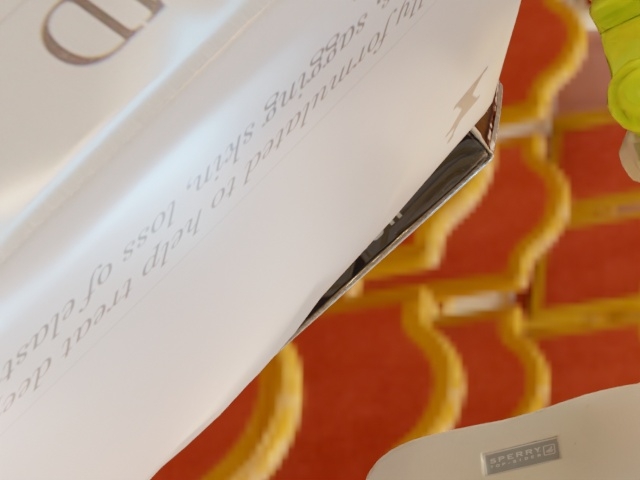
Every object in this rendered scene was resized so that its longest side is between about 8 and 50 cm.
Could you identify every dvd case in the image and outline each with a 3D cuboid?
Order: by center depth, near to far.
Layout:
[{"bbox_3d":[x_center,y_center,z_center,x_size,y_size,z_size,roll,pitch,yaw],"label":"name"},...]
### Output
[{"bbox_3d":[0.000,0.000,0.779,0.029,0.179,0.238,47,12,-3],"label":"dvd case"}]

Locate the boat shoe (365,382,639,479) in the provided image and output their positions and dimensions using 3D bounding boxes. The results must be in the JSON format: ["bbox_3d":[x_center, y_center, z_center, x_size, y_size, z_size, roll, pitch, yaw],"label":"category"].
[{"bbox_3d":[0.112,0.111,0.813,0.066,0.184,0.063,-95,166,-48],"label":"boat shoe"}]

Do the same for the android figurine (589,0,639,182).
[{"bbox_3d":[0.150,-0.001,0.602,0.273,0.056,0.248,8,57,-67],"label":"android figurine"}]

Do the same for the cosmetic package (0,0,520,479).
[{"bbox_3d":[-0.160,-0.106,0.434,0.217,0.385,0.156,-49,163,-25],"label":"cosmetic package"}]
